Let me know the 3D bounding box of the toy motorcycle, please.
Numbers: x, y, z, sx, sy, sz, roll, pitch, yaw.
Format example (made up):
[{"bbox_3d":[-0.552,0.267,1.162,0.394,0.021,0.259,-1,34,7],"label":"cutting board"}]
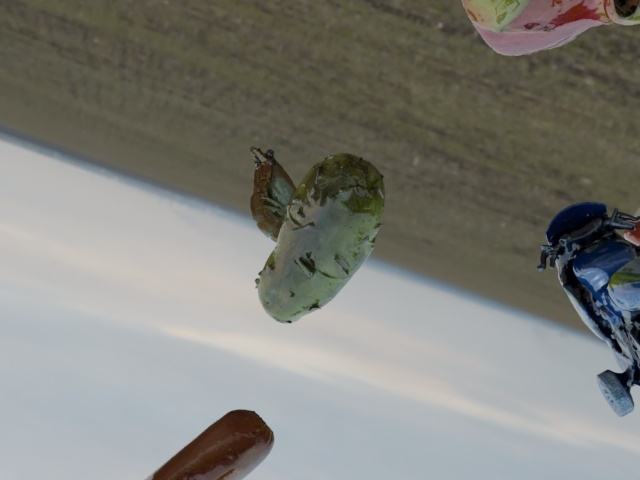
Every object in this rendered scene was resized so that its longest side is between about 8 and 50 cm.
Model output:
[{"bbox_3d":[0.216,0.042,0.837,0.135,0.092,0.254,62,-178,-7],"label":"toy motorcycle"}]

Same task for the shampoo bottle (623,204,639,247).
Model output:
[{"bbox_3d":[0.411,-0.030,1.330,0.104,0.278,0.104,29,-176,-2],"label":"shampoo bottle"}]

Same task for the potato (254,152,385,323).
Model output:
[{"bbox_3d":[0.000,0.000,1.414,0.117,0.225,0.090,37,-164,30],"label":"potato"}]

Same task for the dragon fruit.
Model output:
[{"bbox_3d":[0.258,-0.348,1.275,0.189,0.290,0.291,-8,166,27],"label":"dragon fruit"}]

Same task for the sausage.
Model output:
[{"bbox_3d":[-0.189,0.339,1.643,0.083,0.300,0.089,49,-174,-38],"label":"sausage"}]

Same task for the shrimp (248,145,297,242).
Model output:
[{"bbox_3d":[-0.067,-0.070,1.779,0.091,0.184,0.043,-6,148,-23],"label":"shrimp"}]
